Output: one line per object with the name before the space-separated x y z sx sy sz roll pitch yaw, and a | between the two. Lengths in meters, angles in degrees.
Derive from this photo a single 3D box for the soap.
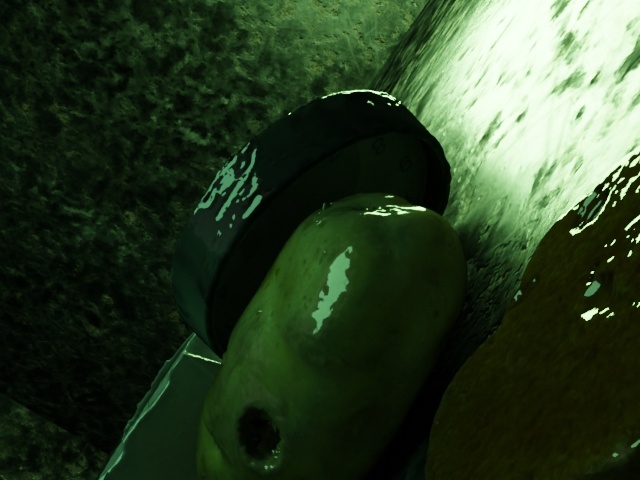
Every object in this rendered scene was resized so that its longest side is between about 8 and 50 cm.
soap | -0.145 0.259 0.908 0.258 0.159 0.302 -50 12 34

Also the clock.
clock | 0.000 0.000 0.792 0.280 0.055 0.281 -30 -35 -24

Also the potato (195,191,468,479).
potato | 0.003 0.093 0.676 0.296 0.141 0.192 -54 24 17

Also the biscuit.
biscuit | 0.144 0.028 0.400 0.290 0.041 0.208 -52 10 31
